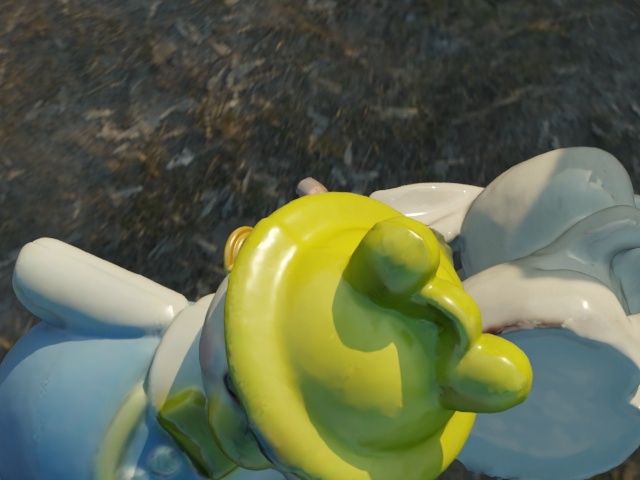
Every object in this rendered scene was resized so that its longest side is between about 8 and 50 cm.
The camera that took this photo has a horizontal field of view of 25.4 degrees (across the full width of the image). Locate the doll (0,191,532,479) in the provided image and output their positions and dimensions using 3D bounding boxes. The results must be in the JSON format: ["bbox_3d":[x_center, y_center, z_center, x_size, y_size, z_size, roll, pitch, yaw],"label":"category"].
[{"bbox_3d":[-0.034,0.053,0.462,0.241,0.099,0.135,-27,73,44],"label":"doll"}]

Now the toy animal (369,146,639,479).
[{"bbox_3d":[0.108,0.038,0.782,0.178,0.193,0.127,-21,122,14],"label":"toy animal"}]

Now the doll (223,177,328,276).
[{"bbox_3d":[0.000,0.000,0.908,0.127,0.073,0.084,-5,79,37],"label":"doll"}]
